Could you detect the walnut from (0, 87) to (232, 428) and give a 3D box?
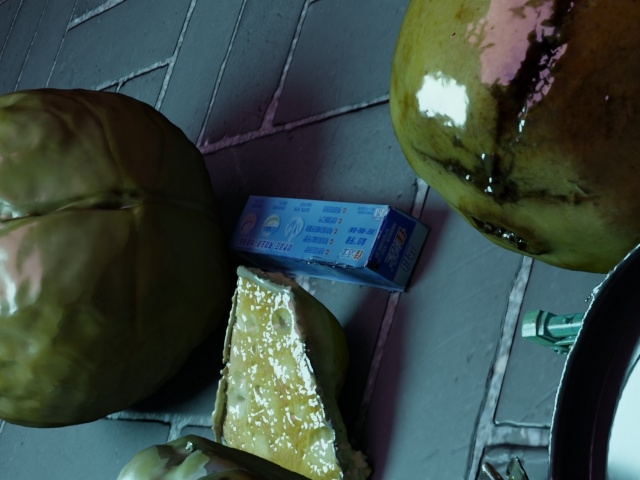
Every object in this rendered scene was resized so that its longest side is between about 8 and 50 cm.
[{"bbox_3d":[-0.271,0.020,1.482,0.397,0.308,0.354,-19,63,53],"label":"walnut"}]

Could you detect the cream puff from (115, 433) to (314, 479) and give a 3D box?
[{"bbox_3d":[-0.023,0.280,0.866,0.257,0.291,0.324,-62,23,-7],"label":"cream puff"}]

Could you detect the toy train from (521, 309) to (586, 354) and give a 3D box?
[{"bbox_3d":[0.183,0.061,0.970,0.092,0.045,0.029,-13,59,58],"label":"toy train"}]

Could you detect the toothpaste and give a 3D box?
[{"bbox_3d":[0.000,0.000,1.314,0.272,0.053,0.066,6,69,60],"label":"toothpaste"}]

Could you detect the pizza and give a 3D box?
[{"bbox_3d":[-0.009,0.128,1.214,0.204,0.080,0.188,21,109,51],"label":"pizza"}]

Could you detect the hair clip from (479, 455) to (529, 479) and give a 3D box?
[{"bbox_3d":[0.157,0.202,0.907,0.049,0.049,0.173,-52,36,21],"label":"hair clip"}]

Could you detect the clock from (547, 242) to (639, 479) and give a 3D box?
[{"bbox_3d":[0.241,0.127,0.723,0.312,0.061,0.313,-15,72,56],"label":"clock"}]

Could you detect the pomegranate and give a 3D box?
[{"bbox_3d":[0.174,-0.099,0.897,0.260,0.260,0.260,-39,38,39],"label":"pomegranate"}]
